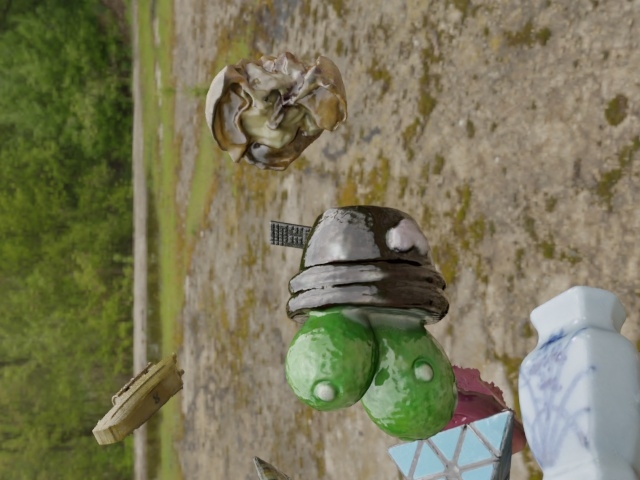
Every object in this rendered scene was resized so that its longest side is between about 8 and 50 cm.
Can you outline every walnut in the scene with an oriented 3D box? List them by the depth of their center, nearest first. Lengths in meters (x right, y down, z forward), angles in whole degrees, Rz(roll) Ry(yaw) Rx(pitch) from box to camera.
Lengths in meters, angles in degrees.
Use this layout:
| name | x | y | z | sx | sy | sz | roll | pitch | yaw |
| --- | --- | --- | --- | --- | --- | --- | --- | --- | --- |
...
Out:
| name | x | y | z | sx | sy | sz | roll | pitch | yaw |
| --- | --- | --- | --- | --- | --- | --- | --- | --- | --- |
| walnut | -0.075 | -0.231 | 1.255 | 0.204 | 0.238 | 0.141 | 91 | 177 | -45 |

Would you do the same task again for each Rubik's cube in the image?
| name | x | y | z | sx | sy | sz | roll | pitch | yaw |
| --- | --- | --- | --- | --- | --- | --- | --- | --- | --- |
| Rubik's cube | 0.230 | 0.386 | 1.044 | 0.211 | 0.190 | 0.178 | -30 | 30 | 31 |

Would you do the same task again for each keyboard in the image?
| name | x | y | z | sx | sy | sz | roll | pitch | yaw |
| --- | --- | --- | --- | --- | --- | --- | --- | --- | --- |
| keyboard | 0.000 | 0.000 | 1.421 | 0.013 | 0.204 | 0.061 | -76 | -8 | -45 |

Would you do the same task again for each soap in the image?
| name | x | y | z | sx | sy | sz | roll | pitch | yaw |
| --- | --- | --- | --- | --- | --- | --- | --- | --- | --- |
| soap | 0.335 | 0.423 | 1.730 | 0.220 | 0.325 | 0.127 | -35 | 31 | 18 |

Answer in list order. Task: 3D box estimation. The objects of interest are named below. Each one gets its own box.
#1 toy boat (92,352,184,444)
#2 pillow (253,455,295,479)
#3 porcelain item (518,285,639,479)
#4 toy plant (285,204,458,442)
| name | x | y | z | sx | sy | sz | roll | pitch | yaw |
| --- | --- | --- | --- | --- | --- | --- | --- | --- | --- |
| toy boat | -0.349 | 0.304 | 1.402 | 0.088 | 0.226 | 0.068 | 3 | 122 | 35 |
| pillow | -0.060 | 0.589 | 1.588 | 0.208 | 0.052 | 0.212 | 50 | -175 | -48 |
| porcelain item | 0.493 | 0.295 | 1.365 | 0.242 | 0.178 | 0.405 | -41 | 27 | 44 |
| toy plant | 0.056 | 0.092 | 0.773 | 0.175 | 0.218 | 0.235 | -16 | 67 | 46 |
